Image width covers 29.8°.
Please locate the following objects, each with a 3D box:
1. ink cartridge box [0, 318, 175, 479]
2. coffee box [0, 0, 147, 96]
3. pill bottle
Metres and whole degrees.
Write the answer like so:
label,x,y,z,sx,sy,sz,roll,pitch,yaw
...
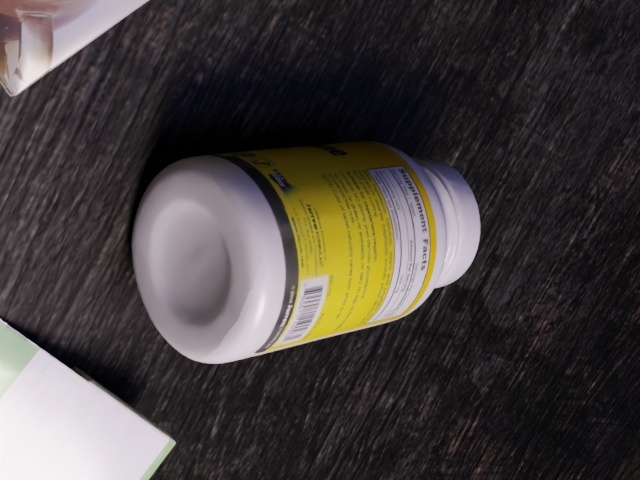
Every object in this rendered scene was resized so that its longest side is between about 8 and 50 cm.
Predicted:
label,x,y,z,sx,sy,sz,roll,pitch,yaw
ink cartridge box,-0.273,0.191,1.118,0.235,0.056,0.171,42,80,-29
coffee box,-0.199,-0.254,0.656,0.168,0.119,0.297,-35,123,-2
pill bottle,0.000,0.000,1.172,0.334,0.188,0.187,-9,123,-45
